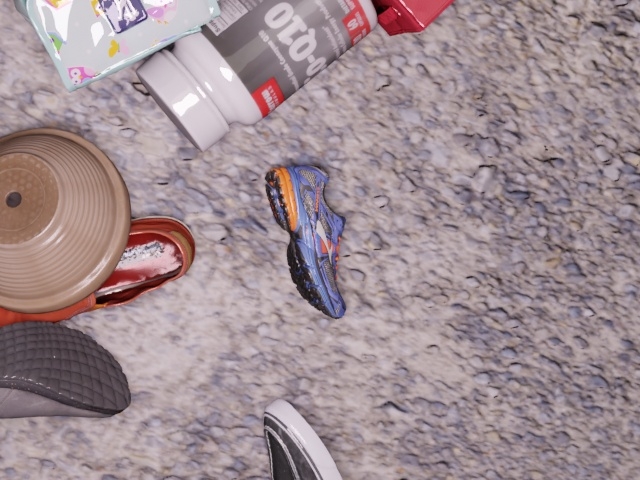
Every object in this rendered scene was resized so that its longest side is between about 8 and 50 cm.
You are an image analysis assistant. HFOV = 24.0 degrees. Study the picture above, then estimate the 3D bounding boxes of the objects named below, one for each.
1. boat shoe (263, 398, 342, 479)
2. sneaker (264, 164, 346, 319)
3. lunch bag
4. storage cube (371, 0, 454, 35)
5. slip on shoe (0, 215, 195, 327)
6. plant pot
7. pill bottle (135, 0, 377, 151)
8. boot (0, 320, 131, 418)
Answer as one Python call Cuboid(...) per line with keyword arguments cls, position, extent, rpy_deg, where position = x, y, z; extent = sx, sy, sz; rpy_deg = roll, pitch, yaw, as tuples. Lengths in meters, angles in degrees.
Cuboid(cls="boat shoe", position=(-0.025, 0.363, 2.023), extent=(0.105, 0.113, 0.306), rpy_deg=(-29, 111, -22))
Cuboid(cls="sneaker", position=(0.000, 0.000, 2.005), extent=(0.087, 0.083, 0.221), rpy_deg=(-20, 104, -17))
Cuboid(cls="lunch bag", position=(-0.270, -0.332, 1.836), extent=(0.223, 0.160, 0.262), rpy_deg=(-28, 78, -6))
Cuboid(cls="storage cube", position=(0.113, -0.398, 1.930), extent=(0.215, 0.184, 0.193), rpy_deg=(-45, 102, -3))
Cuboid(cls="slip on shoe", position=(-0.318, 0.048, 1.930), extent=(0.331, 0.101, 0.123), rpy_deg=(-16, 101, -9))
Cuboid(cls="plant pot", position=(-0.360, -0.035, 1.856), extent=(0.237, 0.110, 0.237), rpy_deg=(-2, 76, 7))
Cuboid(cls="pill bottle", position=(-0.082, -0.249, 1.915), extent=(0.283, 0.161, 0.161), rpy_deg=(-40, 103, -5))
Cuboid(cls="boot", position=(-0.429, 0.200, 1.905), extent=(0.338, 0.118, 0.223), rpy_deg=(19, 131, -37))
